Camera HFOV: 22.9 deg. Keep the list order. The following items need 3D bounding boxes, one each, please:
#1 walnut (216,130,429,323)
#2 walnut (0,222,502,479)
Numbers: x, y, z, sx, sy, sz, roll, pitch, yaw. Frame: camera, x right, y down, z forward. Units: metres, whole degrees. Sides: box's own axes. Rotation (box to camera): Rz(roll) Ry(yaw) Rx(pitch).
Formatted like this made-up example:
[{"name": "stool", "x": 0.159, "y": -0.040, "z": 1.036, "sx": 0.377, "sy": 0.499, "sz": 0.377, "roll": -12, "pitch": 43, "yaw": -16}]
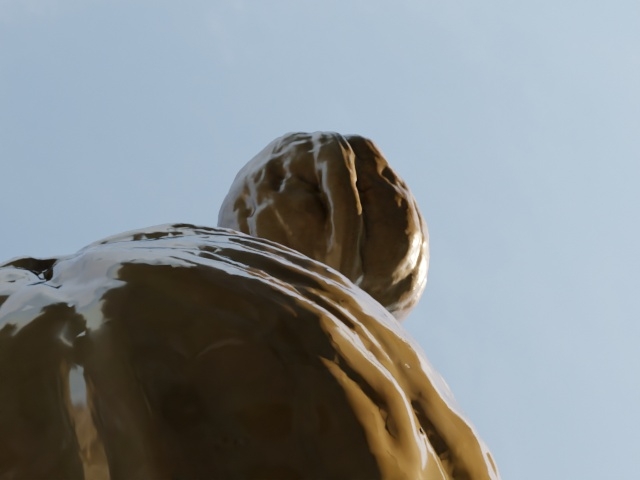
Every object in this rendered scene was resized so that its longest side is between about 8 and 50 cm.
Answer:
[{"name": "walnut", "x": 0.000, "y": 0.000, "z": 1.147, "sx": 0.166, "sy": 0.149, "sz": 0.167, "roll": 7, "pitch": -126, "yaw": -9}, {"name": "walnut", "x": -0.041, "y": 0.124, "z": 0.492, "sx": 0.225, "sy": 0.225, "sz": 0.261, "roll": -23, "pitch": -88, "yaw": -37}]
